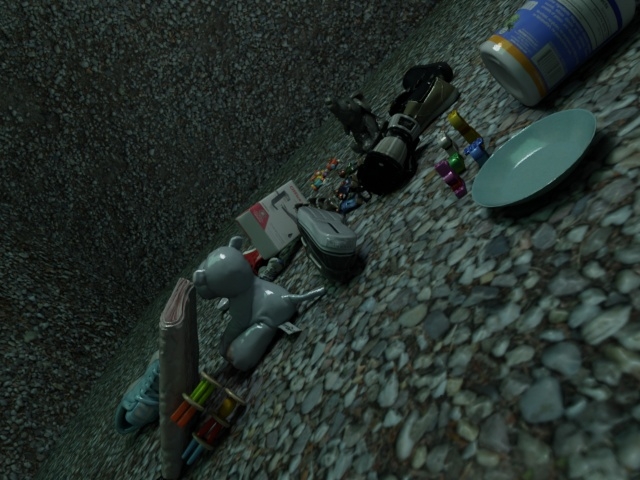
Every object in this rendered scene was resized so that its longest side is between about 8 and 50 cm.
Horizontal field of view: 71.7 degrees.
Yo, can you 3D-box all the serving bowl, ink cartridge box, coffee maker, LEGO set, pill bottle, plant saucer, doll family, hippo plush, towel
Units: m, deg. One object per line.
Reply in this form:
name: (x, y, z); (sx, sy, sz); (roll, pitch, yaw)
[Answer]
serving bowl: (-0.323, 0.213, 1.543); (0.083, 0.027, 0.083); (-43, 16, 16)
ink cartridge box: (-0.130, -0.068, 1.386); (0.092, 0.159, 0.218); (-28, 11, 45)
coffee maker: (0.166, -0.214, 1.130); (0.171, 0.120, 0.178); (-27, 25, 51)
LEGO set: (0.267, -0.191, 0.866); (0.087, 0.093, 0.227); (-38, 19, 30)
pill bottle: (0.438, -0.388, 0.783); (0.272, 0.152, 0.152); (-43, 17, 17)
plant saucer: (0.317, -0.111, 0.657); (0.195, 0.037, 0.195); (-42, 17, 16)
doll family: (0.080, -0.147, 1.278); (0.111, 0.076, 0.193); (-24, 31, 43)
hippo plush: (-0.196, 0.141, 1.017); (0.234, 0.236, 0.294); (-55, 18, -25)
towel: (-0.308, 0.280, 0.985); (0.317, 0.053, 0.332); (-127, 38, -75)

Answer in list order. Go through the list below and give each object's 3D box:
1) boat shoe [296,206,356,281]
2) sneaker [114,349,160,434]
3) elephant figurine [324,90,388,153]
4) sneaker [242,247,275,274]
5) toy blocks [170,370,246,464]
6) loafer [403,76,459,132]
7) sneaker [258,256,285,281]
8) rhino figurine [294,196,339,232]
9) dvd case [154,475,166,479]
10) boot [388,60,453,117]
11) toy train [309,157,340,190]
boat shoe: (0.000, 0.000, 1.043); (0.335, 0.120, 0.119); (-112, 31, -73)
sneaker: (-0.465, 0.438, 1.241); (0.366, 0.135, 0.150); (-48, 22, 32)
elephant figurine: (0.118, -0.439, 1.549); (0.169, 0.239, 0.186); (-51, 17, -11)
sneaker: (-0.238, 0.087, 1.520); (0.221, 0.087, 0.128); (-42, 16, 24)
toy blocks: (-0.231, 0.343, 0.848); (0.148, 0.123, 0.054); (-52, 31, -17)
loafer: (0.269, -0.359, 1.256); (0.251, 0.087, 0.094); (-43, 17, 15)
sneaker: (-0.151, 0.100, 1.353); (0.135, 0.052, 0.058); (-41, 26, 47)
rhino figurine: (-0.003, -0.070, 1.278); (0.073, 0.107, 0.243); (-9, -1, -28)
dvd case: (-0.408, 0.600, 0.886); (0.253, 0.022, 0.180); (-41, 17, 24)
boot: (0.293, -0.480, 1.458); (0.207, 0.094, 0.246); (-46, 22, -8)
toy train: (0.011, -0.274, 1.787); (0.125, 0.046, 0.166); (-33, 22, 42)
